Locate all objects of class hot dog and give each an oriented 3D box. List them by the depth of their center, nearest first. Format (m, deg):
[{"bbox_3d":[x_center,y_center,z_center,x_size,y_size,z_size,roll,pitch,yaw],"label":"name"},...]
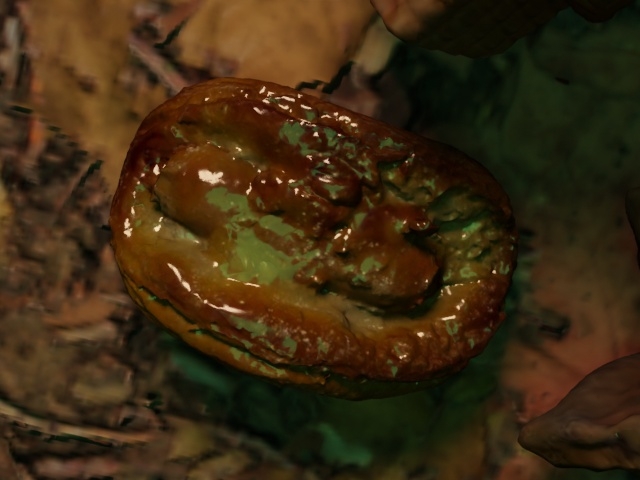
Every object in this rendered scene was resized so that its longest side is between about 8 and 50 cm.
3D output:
[{"bbox_3d":[-0.001,0.001,0.532,0.147,0.065,0.099,23,94,-7],"label":"hot dog"}]

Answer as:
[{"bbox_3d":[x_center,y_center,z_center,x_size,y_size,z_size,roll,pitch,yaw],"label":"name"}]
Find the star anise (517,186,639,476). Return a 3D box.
[{"bbox_3d":[0.187,0.048,0.550,0.212,0.073,0.197,9,108,-8],"label":"star anise"}]

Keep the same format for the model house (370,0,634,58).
[{"bbox_3d":[0.055,-0.117,0.435,0.119,0.148,0.148,40,126,-17],"label":"model house"}]
